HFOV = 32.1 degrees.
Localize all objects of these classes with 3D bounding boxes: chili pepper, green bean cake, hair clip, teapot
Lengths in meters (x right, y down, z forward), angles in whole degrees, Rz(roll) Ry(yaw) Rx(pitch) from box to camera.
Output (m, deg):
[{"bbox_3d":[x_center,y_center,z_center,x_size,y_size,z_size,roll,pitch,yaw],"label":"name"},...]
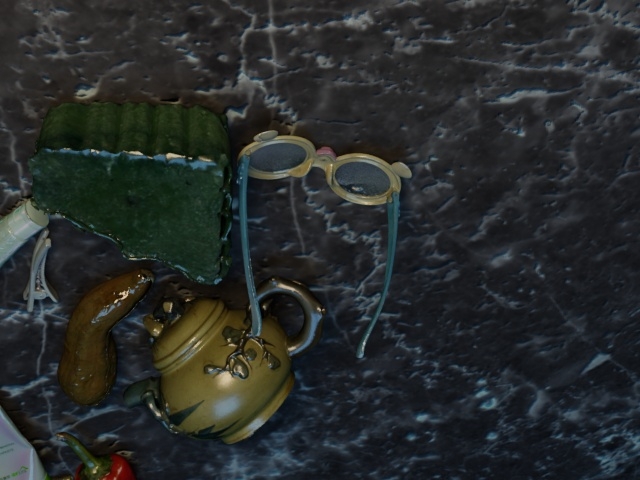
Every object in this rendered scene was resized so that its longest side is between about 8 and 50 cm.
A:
[{"bbox_3d":[-0.323,0.402,1.589,0.137,0.092,0.368,7,131,-11],"label":"chili pepper"},{"bbox_3d":[-0.194,-0.050,1.161,0.208,0.107,0.193,1,136,-8],"label":"green bean cake"},{"bbox_3d":[-0.316,0.033,1.280,0.039,0.030,0.115,-7,140,-28],"label":"hair clip"},{"bbox_3d":[-0.122,0.130,1.320,0.269,0.173,0.182,-40,102,15],"label":"teapot"}]

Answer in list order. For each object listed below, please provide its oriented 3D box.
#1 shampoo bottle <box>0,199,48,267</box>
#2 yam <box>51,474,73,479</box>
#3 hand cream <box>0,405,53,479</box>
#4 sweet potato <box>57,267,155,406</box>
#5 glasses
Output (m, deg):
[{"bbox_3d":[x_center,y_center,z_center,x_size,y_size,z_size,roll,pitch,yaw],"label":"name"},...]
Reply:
[{"bbox_3d":[-0.382,0.017,1.244,0.190,0.041,0.069,-33,123,22],"label":"shampoo bottle"},{"bbox_3d":[-0.404,0.348,1.578,0.107,0.014,0.014,-9,134,1],"label":"yam"},{"bbox_3d":[-0.432,0.248,1.444,0.079,0.050,0.275,-35,121,-10],"label":"hand cream"},{"bbox_3d":[-0.269,0.114,1.343,0.081,0.062,0.233,2,132,-31],"label":"sweet potato"},{"bbox_3d":[-0.012,0.006,1.192,0.189,0.221,0.088,13,170,-20],"label":"glasses"}]
